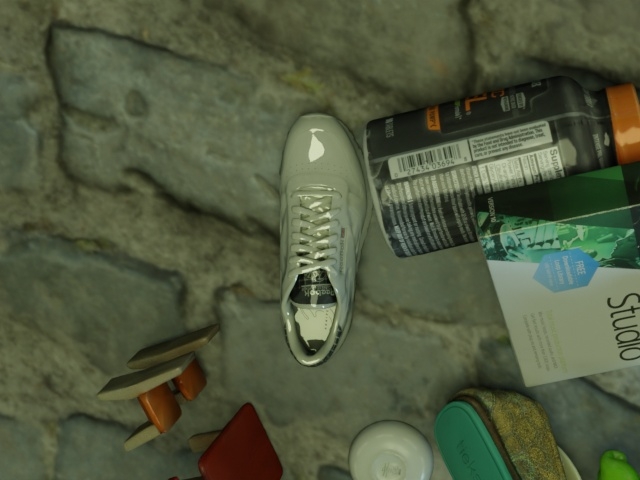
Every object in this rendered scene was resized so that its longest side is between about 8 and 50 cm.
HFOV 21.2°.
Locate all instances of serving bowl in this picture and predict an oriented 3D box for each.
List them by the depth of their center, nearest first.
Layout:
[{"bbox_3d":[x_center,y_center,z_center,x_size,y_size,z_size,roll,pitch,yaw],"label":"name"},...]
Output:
[{"bbox_3d":[0.067,0.218,1.654,0.083,0.027,0.083,1,103,6],"label":"serving bowl"}]

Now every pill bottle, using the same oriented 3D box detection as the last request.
[{"bbox_3d":[0.170,-0.071,1.525,0.246,0.130,0.130,-13,100,10],"label":"pill bottle"}]

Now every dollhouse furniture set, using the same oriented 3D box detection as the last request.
[{"bbox_3d":[-0.089,0.230,1.559,0.135,0.259,0.262,-22,100,21],"label":"dollhouse furniture set"}]

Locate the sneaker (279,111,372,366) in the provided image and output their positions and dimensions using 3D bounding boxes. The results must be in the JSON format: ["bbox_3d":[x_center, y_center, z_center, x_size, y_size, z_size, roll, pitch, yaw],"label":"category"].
[{"bbox_3d":[0.000,0.000,1.582,0.090,0.095,0.235,0,101,9],"label":"sneaker"}]

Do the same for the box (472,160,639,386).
[{"bbox_3d":[0.313,0.018,1.498,0.322,0.058,0.232,-13,139,9],"label":"box"}]

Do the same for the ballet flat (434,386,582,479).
[{"bbox_3d":[0.211,0.287,1.540,0.123,0.123,0.348,-26,63,12],"label":"ballet flat"}]

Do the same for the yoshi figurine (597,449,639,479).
[{"bbox_3d":[0.365,0.264,1.558,0.203,0.203,0.362,3,106,-40],"label":"yoshi figurine"}]
